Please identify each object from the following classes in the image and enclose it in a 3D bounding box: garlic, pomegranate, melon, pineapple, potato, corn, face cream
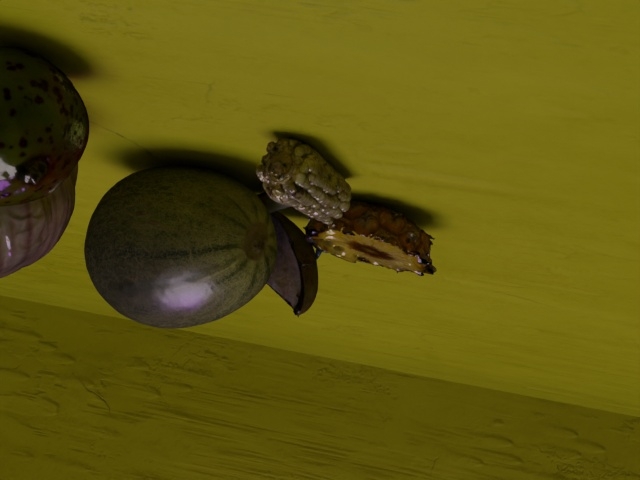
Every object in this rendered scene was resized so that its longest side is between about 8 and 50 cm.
[{"bbox_3d":[-0.486,-0.061,1.659,0.317,0.317,0.259,6,123,26],"label":"garlic"},{"bbox_3d":[-0.392,-0.136,1.479,0.198,0.198,0.246,23,168,-39],"label":"pomegranate"},{"bbox_3d":[-0.209,0.009,1.834,0.329,0.248,0.249,-3,161,45],"label":"melon"},{"bbox_3d":[0.079,-0.009,1.847,0.225,0.076,0.225,15,167,3],"label":"pineapple"},{"bbox_3d":[-0.068,0.001,1.958,0.100,0.120,0.261,-4,-144,-48],"label":"potato"},{"bbox_3d":[-0.011,-0.072,1.639,0.087,0.087,0.211,6,168,27],"label":"corn"},{"bbox_3d":[-0.078,-0.058,1.859,0.034,0.034,0.130,19,162,-29],"label":"face cream"}]

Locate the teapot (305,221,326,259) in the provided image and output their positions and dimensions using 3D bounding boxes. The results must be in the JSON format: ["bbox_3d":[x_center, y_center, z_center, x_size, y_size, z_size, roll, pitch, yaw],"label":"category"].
[{"bbox_3d":[0.004,0.000,1.986,0.049,0.063,0.083,3,166,12],"label":"teapot"}]
